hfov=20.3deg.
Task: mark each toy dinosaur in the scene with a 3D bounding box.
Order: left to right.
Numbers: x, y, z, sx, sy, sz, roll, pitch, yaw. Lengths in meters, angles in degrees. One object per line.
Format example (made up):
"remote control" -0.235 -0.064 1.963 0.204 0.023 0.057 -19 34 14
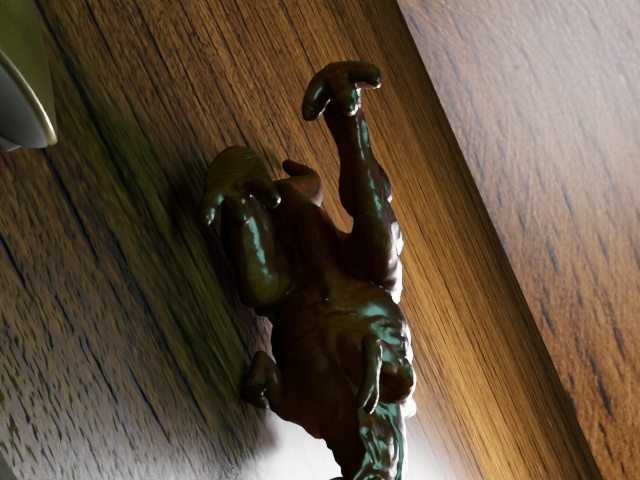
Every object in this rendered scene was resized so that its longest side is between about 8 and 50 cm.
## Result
"toy dinosaur" 0.000 0.000 0.963 0.432 0.097 0.208 -93 172 -52

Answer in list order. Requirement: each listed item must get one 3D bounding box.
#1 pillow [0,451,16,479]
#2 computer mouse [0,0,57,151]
"pillow" -0.111 0.057 0.447 0.211 0.034 0.135 65 14 -10
"computer mouse" -0.138 -0.103 0.609 0.199 0.045 0.102 52 17 -59
